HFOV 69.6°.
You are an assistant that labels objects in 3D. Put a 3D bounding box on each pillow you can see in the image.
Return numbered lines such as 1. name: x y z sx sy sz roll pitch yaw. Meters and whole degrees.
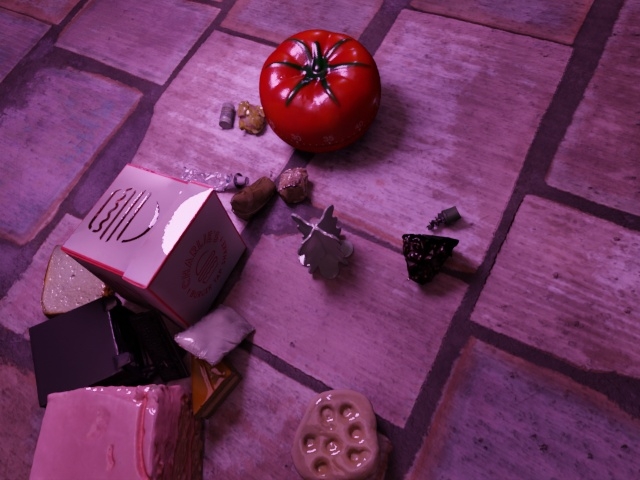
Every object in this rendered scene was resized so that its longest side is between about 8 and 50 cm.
1. pillow: -0.273 0.244 1.221 0.128 0.229 0.051 33 113 9

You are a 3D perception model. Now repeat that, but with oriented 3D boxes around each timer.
1. timer: 0.001 -0.457 1.441 0.378 0.279 0.378 -3 67 6

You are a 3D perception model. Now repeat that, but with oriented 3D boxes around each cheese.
1. cheese: 0.044 0.479 1.108 0.235 0.117 0.218 -42 67 -11

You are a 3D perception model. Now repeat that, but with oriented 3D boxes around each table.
1. table: 0.000 0.000 1.281 0.167 0.198 0.166 -4 66 9

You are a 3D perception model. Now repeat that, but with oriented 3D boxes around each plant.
1. plant: 0.351 -0.060 1.330 0.102 0.051 0.051 -27 64 13

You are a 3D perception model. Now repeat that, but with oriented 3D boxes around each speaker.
1. speaker: -0.615 0.308 1.266 0.254 0.184 0.232 -24 65 -4

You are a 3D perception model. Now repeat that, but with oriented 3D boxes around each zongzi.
1. zongzi: -0.195 -0.153 1.397 0.081 0.178 0.189 43 79 5

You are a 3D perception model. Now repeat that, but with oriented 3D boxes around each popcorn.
1. popcorn: -0.235 -0.421 1.576 0.109 0.089 0.097 47 46 15

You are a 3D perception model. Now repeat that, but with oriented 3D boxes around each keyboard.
1. keyboard: -0.429 0.287 1.238 0.094 0.230 0.025 -14 25 7

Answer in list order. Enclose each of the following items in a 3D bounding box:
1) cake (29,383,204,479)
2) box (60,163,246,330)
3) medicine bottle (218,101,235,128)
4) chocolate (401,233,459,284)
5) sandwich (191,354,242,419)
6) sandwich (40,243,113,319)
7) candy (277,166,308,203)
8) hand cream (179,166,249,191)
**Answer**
1. cake: -0.461 0.493 1.087 0.314 0.307 0.293 -9 64 6
2. box: -0.439 0.020 1.279 0.300 0.312 0.314 18 64 20
3. medicine bottle: -0.329 -0.438 1.617 0.047 0.047 0.083 1 67 11
4. chocolate: 0.288 0.056 1.257 0.156 0.156 0.133 7 87 13
5. sandwich: -0.321 0.352 1.228 0.144 0.117 0.187 -43 67 -13
6. sandwich: -0.733 0.123 1.419 0.226 0.087 0.251 -8 63 4
7. candy: -0.083 -0.174 1.438 0.095 0.085 0.110 -8 55 13
8. hand cream: -0.349 -0.201 1.517 0.257 0.050 0.084 4 65 18
